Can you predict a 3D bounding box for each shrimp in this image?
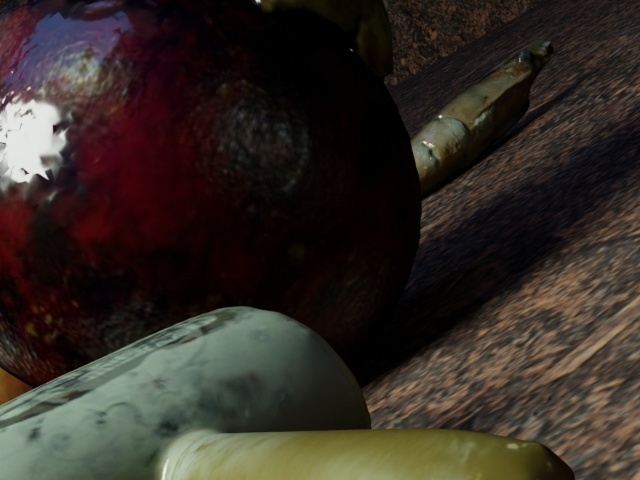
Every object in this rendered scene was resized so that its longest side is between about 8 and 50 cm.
[{"bbox_3d":[0.132,-0.100,1.508,0.254,0.059,0.145,-42,0,-30],"label":"shrimp"}]

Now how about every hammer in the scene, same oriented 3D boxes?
[{"bbox_3d":[-0.017,0.090,0.549,0.202,0.113,0.305,-28,10,-34],"label":"hammer"}]

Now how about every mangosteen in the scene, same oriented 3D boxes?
[{"bbox_3d":[-0.083,-0.060,0.938,0.306,0.306,0.359,-176,100,-80],"label":"mangosteen"}]

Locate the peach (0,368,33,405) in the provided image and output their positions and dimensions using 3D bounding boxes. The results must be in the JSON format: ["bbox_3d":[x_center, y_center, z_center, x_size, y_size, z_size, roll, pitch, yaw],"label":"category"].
[{"bbox_3d":[-0.320,0.140,1.343,0.184,0.184,0.184,-32,6,4],"label":"peach"}]
